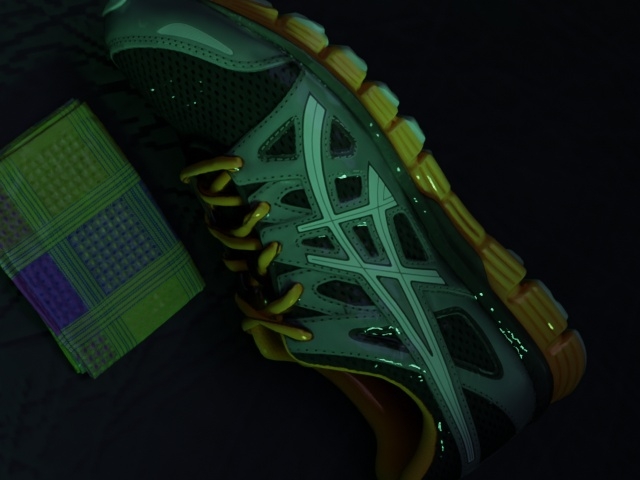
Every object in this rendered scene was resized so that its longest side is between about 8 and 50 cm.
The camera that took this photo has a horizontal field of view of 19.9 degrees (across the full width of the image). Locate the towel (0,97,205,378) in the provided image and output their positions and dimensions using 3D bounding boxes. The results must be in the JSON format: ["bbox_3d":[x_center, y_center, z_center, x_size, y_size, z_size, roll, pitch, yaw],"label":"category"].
[{"bbox_3d":[-0.082,-0.002,0.622,0.060,0.009,0.083,-40,100,-25],"label":"towel"}]

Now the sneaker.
[{"bbox_3d":[0.000,0.000,0.621,0.215,0.084,0.083,46,72,-12],"label":"sneaker"}]
